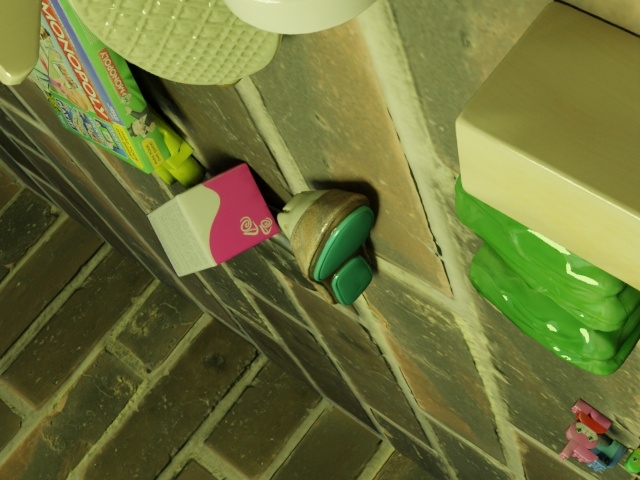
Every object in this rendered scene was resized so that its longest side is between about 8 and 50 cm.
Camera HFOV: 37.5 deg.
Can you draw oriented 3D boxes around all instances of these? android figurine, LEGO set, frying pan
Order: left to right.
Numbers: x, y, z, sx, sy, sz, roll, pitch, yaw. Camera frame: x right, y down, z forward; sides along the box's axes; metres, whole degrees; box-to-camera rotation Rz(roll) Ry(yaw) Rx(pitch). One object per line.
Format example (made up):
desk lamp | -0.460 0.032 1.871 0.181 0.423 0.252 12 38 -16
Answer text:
android figurine | -0.295 -0.182 1.429 0.273 0.056 0.248 46 165 -30
frying pan | -0.090 -0.013 1.453 0.326 0.053 0.197 29 161 27
LEGO set | 0.375 0.305 1.142 0.227 0.093 0.087 36 166 13

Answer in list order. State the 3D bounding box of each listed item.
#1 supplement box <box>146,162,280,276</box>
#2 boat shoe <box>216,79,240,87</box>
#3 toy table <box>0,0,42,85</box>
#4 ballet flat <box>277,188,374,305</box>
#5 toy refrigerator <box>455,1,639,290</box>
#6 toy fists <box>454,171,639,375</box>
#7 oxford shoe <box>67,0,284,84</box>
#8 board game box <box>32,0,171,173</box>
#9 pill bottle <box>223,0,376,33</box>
supplement box | -0.160 -0.026 1.357 0.114 0.111 0.220 63 159 -3
boat shoe | -0.129 -0.216 0.913 0.152 0.056 0.049 40 152 -2
toy table | -0.284 -0.274 0.809 0.274 0.161 0.252 46 154 0
ballet flat | 0.000 0.000 1.146 0.106 0.107 0.316 43 166 16
toy refrigerator | 0.217 -0.019 0.527 0.269 0.102 0.094 32 165 24
toy fists | 0.193 0.019 0.731 0.142 0.096 0.279 44 171 26
oxford shoe | -0.144 -0.262 0.676 0.449 0.169 0.130 48 -151 -58
board game box | -0.324 -0.245 1.203 0.213 0.046 0.317 29 151 39
pill bottle | -0.033 -0.223 0.428 0.152 0.152 0.272 33 165 25
